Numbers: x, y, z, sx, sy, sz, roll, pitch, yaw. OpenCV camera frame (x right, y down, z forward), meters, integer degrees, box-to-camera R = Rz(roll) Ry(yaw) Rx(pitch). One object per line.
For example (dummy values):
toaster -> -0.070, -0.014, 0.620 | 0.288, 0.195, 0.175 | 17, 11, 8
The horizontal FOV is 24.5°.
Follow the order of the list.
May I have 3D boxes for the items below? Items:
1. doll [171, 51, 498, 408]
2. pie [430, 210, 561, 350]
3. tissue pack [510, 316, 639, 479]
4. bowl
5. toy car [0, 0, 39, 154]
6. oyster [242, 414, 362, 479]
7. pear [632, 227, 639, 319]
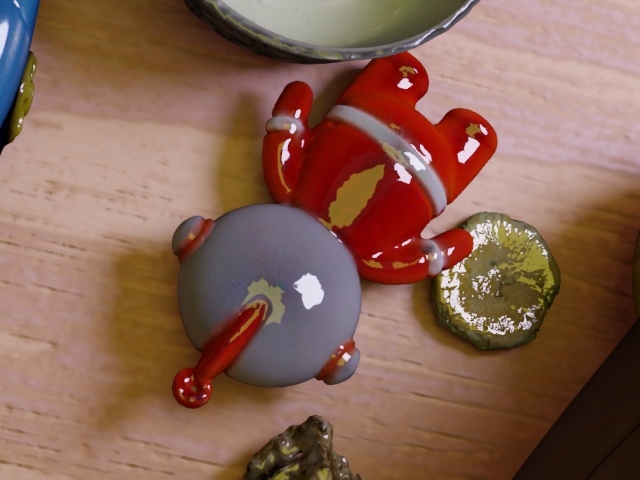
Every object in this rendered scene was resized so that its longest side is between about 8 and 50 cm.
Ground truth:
doll -> 0.000, 0.000, 0.817 | 0.142, 0.076, 0.245 | 39, 70, 0
pie -> 0.102, 0.023, 0.864 | 0.084, 0.020, 0.084 | 3, 78, -13
tissue pack -> 0.189, 0.216, 0.659 | 0.267, 0.277, 0.387 | 31, 108, -5
bowl -> -0.005, -0.187, 0.827 | 0.211, 0.112, 0.211 | 3, 79, -13
toy car -> -0.217, -0.189, 0.755 | 0.198, 0.166, 0.314 | 17, 76, -14
oyster -> -0.006, 0.184, 0.798 | 0.105, 0.056, 0.177 | 11, 83, -3
pear -> 0.270, 0.023, 0.824 | 0.198, 0.198, 0.198 | 2, 80, -13
